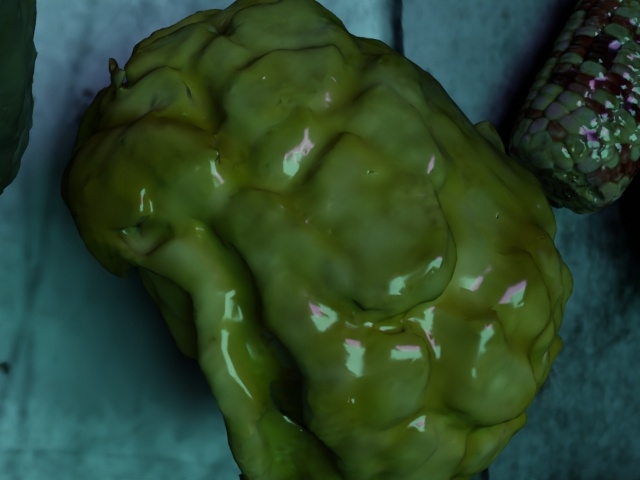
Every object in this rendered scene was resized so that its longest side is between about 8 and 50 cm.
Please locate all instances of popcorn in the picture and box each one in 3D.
[{"bbox_3d":[0.000,0.000,0.499,0.190,0.250,0.250,-40,116,19],"label":"popcorn"}]

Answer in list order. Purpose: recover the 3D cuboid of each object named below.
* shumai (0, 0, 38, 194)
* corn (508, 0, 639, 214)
[{"bbox_3d":[-0.237,-0.138,0.329,0.263,0.304,0.309,-10,95,-18],"label":"shumai"},{"bbox_3d":[0.202,-0.133,0.688,0.086,0.086,0.253,39,72,-25],"label":"corn"}]
